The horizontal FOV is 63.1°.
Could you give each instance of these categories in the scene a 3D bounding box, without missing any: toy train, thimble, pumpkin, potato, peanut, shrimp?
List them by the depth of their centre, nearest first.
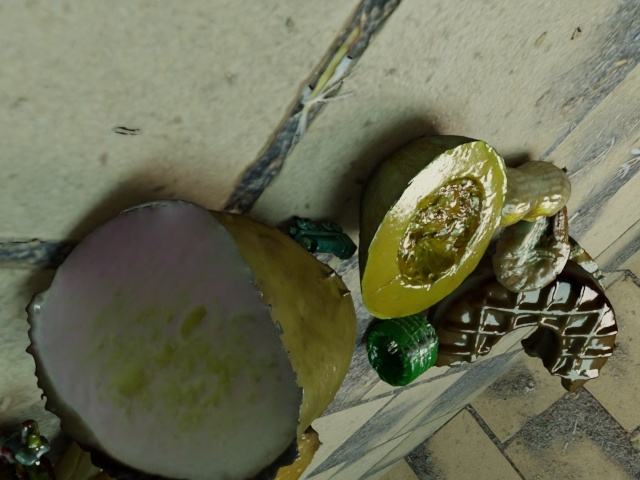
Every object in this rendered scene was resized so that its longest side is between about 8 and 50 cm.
[{"bbox_3d":[-0.070,0.089,0.476,0.229,0.229,0.266,-42,166,9],"label":"potato"},{"bbox_3d":[0.000,0.000,0.556,0.092,0.045,0.029,4,130,-53],"label":"toy train"},{"bbox_3d":[0.106,-0.029,0.583,0.217,0.110,0.217,-21,136,-22],"label":"pumpkin"},{"bbox_3d":[0.277,-0.067,0.722,0.206,0.087,0.087,-9,141,-38],"label":"peanut"},{"bbox_3d":[0.355,-0.015,0.845,0.115,0.051,0.217,15,103,-7],"label":"shrimp"},{"bbox_3d":[0.144,0.188,0.920,0.090,0.118,0.130,-23,169,-31],"label":"thimble"}]

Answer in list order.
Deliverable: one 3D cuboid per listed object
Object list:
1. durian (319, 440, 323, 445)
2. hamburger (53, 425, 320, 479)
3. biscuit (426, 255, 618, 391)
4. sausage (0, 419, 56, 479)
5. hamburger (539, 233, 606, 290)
[{"bbox_3d":[-0.101,0.452,1.052,0.215,0.100,0.086,-36,149,-14],"label":"durian"},{"bbox_3d":[-0.164,0.289,0.665,0.284,0.174,0.304,-47,150,14],"label":"hamburger"},{"bbox_3d":[0.384,0.149,0.974,0.366,0.115,0.268,6,120,-8],"label":"biscuit"},{"bbox_3d":[-0.346,0.285,0.511,0.317,0.125,0.117,-48,150,19],"label":"sausage"},{"bbox_3d":[0.462,0.084,1.085,0.207,0.135,0.155,-42,-167,14],"label":"hamburger"}]
